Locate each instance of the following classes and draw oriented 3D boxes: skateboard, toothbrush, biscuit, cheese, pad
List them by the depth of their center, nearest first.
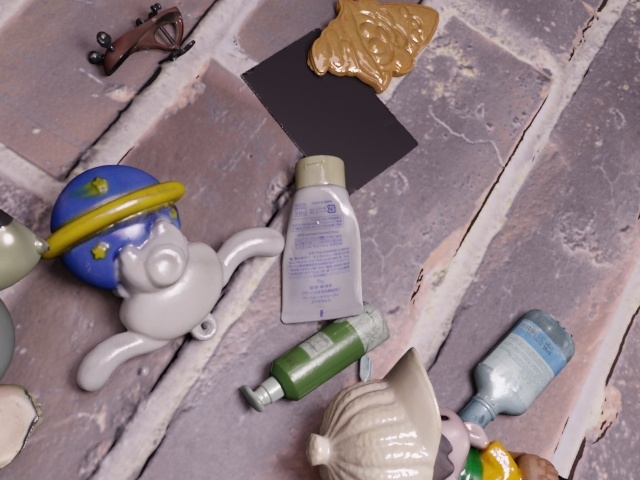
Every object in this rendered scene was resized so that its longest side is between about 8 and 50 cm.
[{"bbox_3d":[-0.394,0.234,0.967,0.092,0.047,0.171,43,64,5],"label":"cheese"},{"bbox_3d":[0.052,0.256,1.102,0.016,0.019,0.219,-3,67,20],"label":"toothbrush"},{"bbox_3d":[-0.245,-0.277,1.198,0.151,0.067,0.080,-42,95,-29],"label":"skateboard"},{"bbox_3d":[0.015,-0.193,1.267,0.163,0.004,0.243,-36,83,-24],"label":"pad"},{"bbox_3d":[0.089,-0.314,1.318,0.250,0.035,0.162,-28,84,-26],"label":"biscuit"}]

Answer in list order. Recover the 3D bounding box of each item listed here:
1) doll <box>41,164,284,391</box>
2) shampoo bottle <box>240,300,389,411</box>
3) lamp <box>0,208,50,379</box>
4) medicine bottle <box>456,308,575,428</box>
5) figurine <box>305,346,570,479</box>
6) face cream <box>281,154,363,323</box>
[{"bbox_3d":[-0.190,0.006,1.049,0.311,0.159,0.242,-23,77,-24],"label":"doll"},{"bbox_3d":[-0.007,0.154,1.102,0.204,0.065,0.065,-31,81,-23],"label":"shampoo bottle"},{"bbox_3d":[-0.410,0.074,0.927,0.197,0.198,0.244,28,74,-4],"label":"lamp"},{"bbox_3d":[0.262,0.187,1.168,0.208,0.054,0.090,-41,87,-23],"label":"medicine bottle"},{"bbox_3d":[0.142,0.288,1.025,0.332,0.185,0.204,42,76,-18],"label":"figurine"},{"bbox_3d":[0.000,0.000,1.155,0.114,0.070,0.224,-8,71,18],"label":"face cream"}]
